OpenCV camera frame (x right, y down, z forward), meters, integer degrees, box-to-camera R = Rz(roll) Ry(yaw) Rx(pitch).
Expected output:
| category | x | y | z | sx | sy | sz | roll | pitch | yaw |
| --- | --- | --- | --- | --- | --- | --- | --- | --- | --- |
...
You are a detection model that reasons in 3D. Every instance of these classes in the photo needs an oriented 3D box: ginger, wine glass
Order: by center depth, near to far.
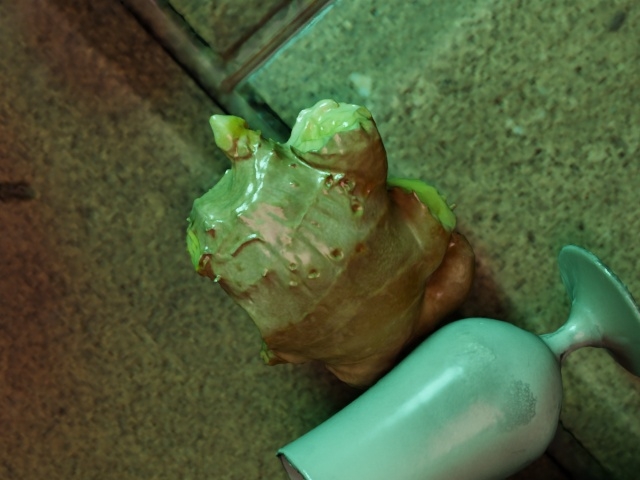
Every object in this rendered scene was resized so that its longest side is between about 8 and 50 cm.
| category | x | y | z | sx | sy | sz | roll | pitch | yaw |
| --- | --- | --- | --- | --- | --- | --- | --- | --- | --- |
| ginger | 0.000 | 0.000 | 1.085 | 0.157 | 0.102 | 0.216 | -40 | 120 | 4 |
| wine glass | 0.090 | 0.105 | 1.092 | 0.231 | 0.103 | 0.103 | -34 | 105 | -11 |
